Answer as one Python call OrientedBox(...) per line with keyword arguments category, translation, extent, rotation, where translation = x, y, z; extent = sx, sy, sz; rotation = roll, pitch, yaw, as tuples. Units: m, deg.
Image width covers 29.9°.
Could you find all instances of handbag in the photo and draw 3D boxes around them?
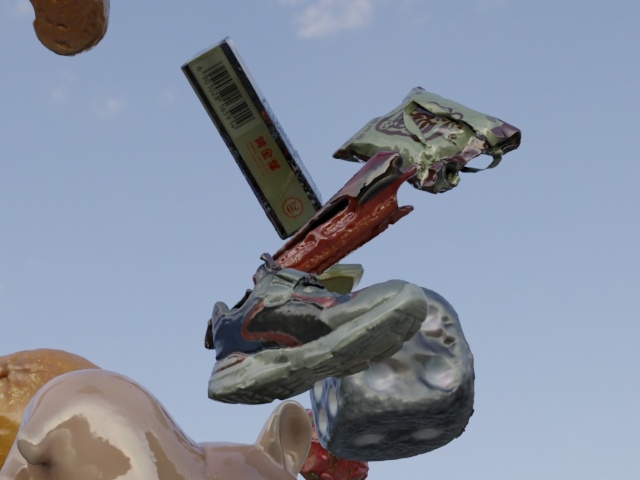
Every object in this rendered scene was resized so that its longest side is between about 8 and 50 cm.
OrientedBox(category="handbag", translation=(0.166, -0.155, 1.903), extent=(0.213, 0.235, 0.127), rotation=(-34, -47, -27))

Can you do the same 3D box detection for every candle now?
OrientedBox(category="candle", translation=(0.000, 0.000, 1.480), extent=(0.301, 0.084, 0.059), rotation=(-39, -16, -3))

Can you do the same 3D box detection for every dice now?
OrientedBox(category="dice", translation=(0.087, 0.175, 1.557), extent=(0.183, 0.182, 0.181), rotation=(-3, -33, -13))

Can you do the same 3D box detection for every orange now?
OrientedBox(category="orange", translation=(-0.509, 0.346, 2.148), extent=(0.340, 0.341, 0.293), rotation=(-14, -58, 4))

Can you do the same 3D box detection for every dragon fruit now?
OrientedBox(category="dragon fruit", translation=(0.036, 0.306, 1.842), extent=(0.153, 0.153, 0.111), rotation=(13, -41, -33))

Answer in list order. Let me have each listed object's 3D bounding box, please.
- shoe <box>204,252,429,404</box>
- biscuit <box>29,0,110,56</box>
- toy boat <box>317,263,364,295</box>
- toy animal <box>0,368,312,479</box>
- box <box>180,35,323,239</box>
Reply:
OrientedBox(category="shoe", translation=(-0.013, 0.068, 1.105), extent=(0.227, 0.126, 0.099), rotation=(-24, -24, 17))
OrientedBox(category="biscuit", translation=(-0.297, -0.352, 1.178), extent=(0.324, 0.049, 0.205), rotation=(44, -63, -12))
OrientedBox(category="toy boat", translation=(-0.007, 0.066, 1.964), extent=(0.172, 0.066, 0.065), rotation=(-8, -54, -24))
OrientedBox(category="toy animal", translation=(-0.161, 0.264, 1.228), extent=(0.269, 0.326, 0.237), rotation=(-24, -22, -51))
OrientedBox(category="box", translation=(-0.103, -0.166, 1.882), extent=(0.084, 0.198, 0.310), rotation=(-30, -79, 3))
